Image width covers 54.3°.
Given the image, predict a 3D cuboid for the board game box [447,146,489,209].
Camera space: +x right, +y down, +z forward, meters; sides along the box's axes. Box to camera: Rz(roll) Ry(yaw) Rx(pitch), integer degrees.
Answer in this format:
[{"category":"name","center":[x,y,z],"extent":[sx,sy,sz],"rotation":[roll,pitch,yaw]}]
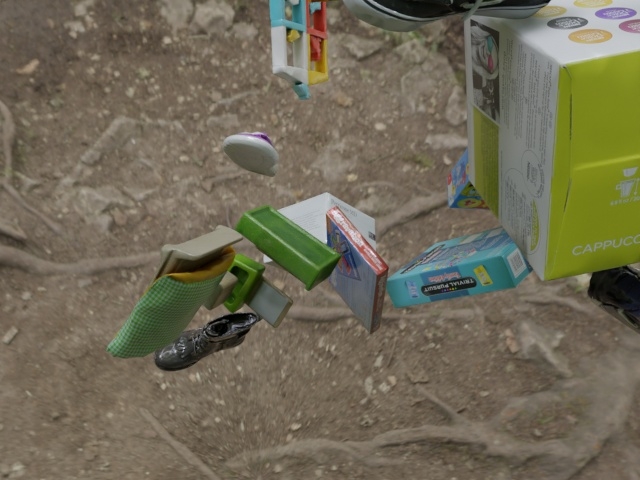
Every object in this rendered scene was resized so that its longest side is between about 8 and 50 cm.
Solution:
[{"category":"board game box","center":[0.483,-0.163,1.434],"extent":[0.308,0.302,0.086],"rotation":[3,70,-4]}]

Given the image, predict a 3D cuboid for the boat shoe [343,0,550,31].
[{"category":"boat shoe","center":[0.177,-0.323,0.758],"extent":[0.306,0.105,0.113],"rotation":[-4,84,-20]}]

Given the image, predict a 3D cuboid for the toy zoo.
[{"category":"toy zoo","center":[-0.042,-0.444,1.304],"extent":[0.030,0.192,0.293],"rotation":[3,99,28]}]

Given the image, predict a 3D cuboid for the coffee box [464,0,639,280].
[{"category":"coffee box","center":[0.435,-0.189,0.943],"extent":[0.338,0.338,0.334],"rotation":[-11,35,-3]}]

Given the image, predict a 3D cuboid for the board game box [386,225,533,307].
[{"category":"board game box","center":[0.356,0.053,1.478],"extent":[0.254,0.336,0.079],"rotation":[-30,98,-43]}]

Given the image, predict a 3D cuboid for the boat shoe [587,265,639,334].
[{"category":"boat shoe","center":[0.636,0.150,1.072],"extent":[0.341,0.158,0.127],"rotation":[22,99,-14]}]

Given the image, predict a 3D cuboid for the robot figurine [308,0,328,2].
[{"category":"robot figurine","center":[0.035,-0.513,0.932],"extent":[0.211,0.291,0.085],"rotation":[15,31,37]}]

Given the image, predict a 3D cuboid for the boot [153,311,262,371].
[{"category":"boot","center":[-0.276,0.230,1.495],"extent":[0.263,0.229,0.091],"rotation":[-20,79,-17]}]

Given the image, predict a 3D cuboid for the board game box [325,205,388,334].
[{"category":"board game box","center":[0.063,0.063,1.135],"extent":[0.027,0.281,0.145],"rotation":[-34,66,-15]}]

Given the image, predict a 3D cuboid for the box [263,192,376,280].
[{"category":"box","center":[0.000,0.000,1.369],"extent":[0.182,0.181,0.119],"rotation":[-18,62,35]}]

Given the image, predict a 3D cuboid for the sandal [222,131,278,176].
[{"category":"sandal","center":[-0.203,-0.284,1.902],"extent":[0.169,0.416,0.102],"rotation":[14,85,-3]}]

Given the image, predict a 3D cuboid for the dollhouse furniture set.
[{"category":"dollhouse furniture set","center":[-0.126,0.088,0.905],"extent":[0.151,0.301,0.197],"rotation":[37,113,10]}]

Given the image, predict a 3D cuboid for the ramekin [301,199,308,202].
[{"category":"ramekin","center":[0.001,0.000,1.808],"extent":[0.273,0.273,0.127],"rotation":[44,86,11]}]
